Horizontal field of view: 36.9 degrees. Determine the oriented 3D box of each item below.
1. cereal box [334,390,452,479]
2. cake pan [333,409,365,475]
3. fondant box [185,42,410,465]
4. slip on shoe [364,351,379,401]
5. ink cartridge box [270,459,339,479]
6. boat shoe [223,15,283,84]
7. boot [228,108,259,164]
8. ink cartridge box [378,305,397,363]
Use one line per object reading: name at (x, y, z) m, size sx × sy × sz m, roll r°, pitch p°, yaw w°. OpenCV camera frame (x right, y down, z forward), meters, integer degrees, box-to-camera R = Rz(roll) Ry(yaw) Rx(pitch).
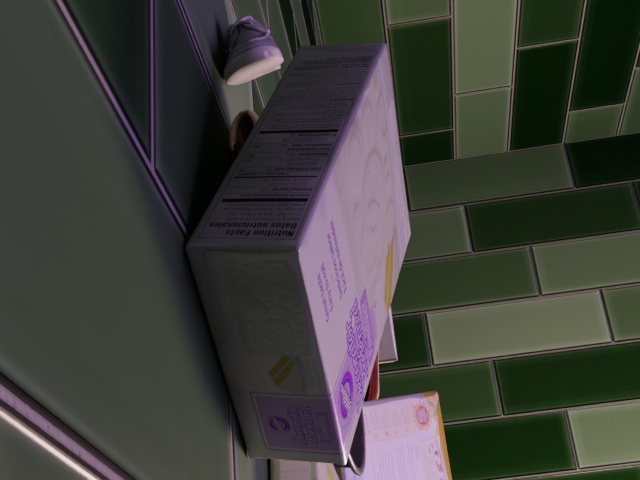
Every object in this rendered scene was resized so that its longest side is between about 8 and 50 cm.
cereal box at (0.101, 0.328, 1.473) m, size 0.240 × 0.047 × 0.173 m, roll 1°, pitch 78°, yaw -42°
cake pan at (0.006, 0.170, 1.283) m, size 0.293 × 0.054 × 0.293 m, roll -11°, pitch 90°, yaw -82°
fondant box at (0.000, 0.000, 0.877) m, size 0.330 × 0.096 × 0.238 m, roll -67°, pitch 153°, yaw -49°
slip on shoe at (0.038, 0.137, 1.530) m, size 0.101 × 0.123 × 0.331 m, roll -14°, pitch 100°, yaw -82°
ink cartridge box at (-0.017, 0.228, 1.023) m, size 0.171 × 0.056 × 0.235 m, roll 75°, pitch 10°, yaw -54°
boat shoe at (-0.075, -0.207, 1.026) m, size 0.184 × 0.066 × 0.063 m, roll -64°, pitch 132°, yaw -78°
boot at (-0.066, -0.057, 0.966) m, size 0.084 × 0.059 × 0.158 m, roll 49°, pitch 33°, yaw -50°
ink cartridge box at (0.054, 0.059, 1.732) m, size 0.272 × 0.130 × 0.309 m, roll 25°, pitch 58°, yaw -87°
